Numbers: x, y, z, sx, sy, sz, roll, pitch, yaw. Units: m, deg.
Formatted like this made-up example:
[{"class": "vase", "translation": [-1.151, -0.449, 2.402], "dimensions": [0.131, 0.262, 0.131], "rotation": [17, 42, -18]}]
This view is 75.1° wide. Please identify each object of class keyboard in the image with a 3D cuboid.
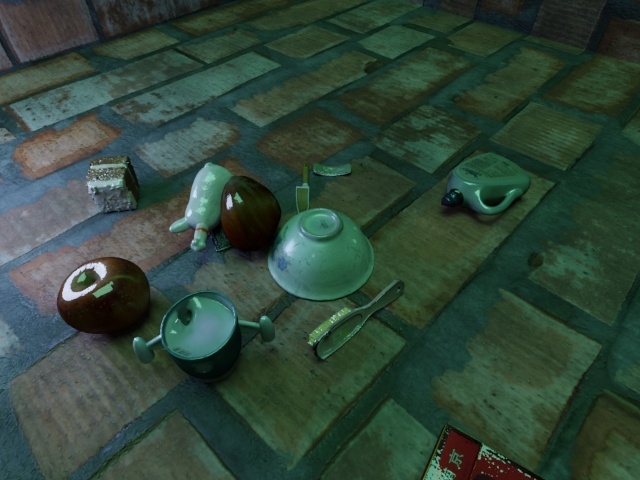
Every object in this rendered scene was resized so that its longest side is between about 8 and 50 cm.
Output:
[{"class": "keyboard", "translation": [-0.313, -0.026, 1.272], "dimensions": [0.053, 0.010, 0.155], "rotation": [-20, 50, -16]}]

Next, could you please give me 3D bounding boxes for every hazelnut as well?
[{"class": "hazelnut", "translation": [-0.206, -0.079, 1.190], "dimensions": [0.180, 0.181, 0.212], "rotation": [26, 22, -10]}]

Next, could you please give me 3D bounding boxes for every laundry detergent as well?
[{"class": "laundry detergent", "translation": [0.506, -0.165, 1.324], "dimensions": [0.280, 0.105, 0.215], "rotation": [-29, 55, -26]}]

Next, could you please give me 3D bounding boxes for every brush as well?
[{"class": "brush", "translation": [0.091, 0.177, 1.042], "dimensions": [0.312, 0.072, 0.067], "rotation": [-32, 40, -27]}]

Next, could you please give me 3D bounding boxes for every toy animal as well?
[{"class": "toy animal", "translation": [-0.340, -0.086, 1.247], "dimensions": [0.140, 0.138, 0.283], "rotation": [5, 70, 18]}]

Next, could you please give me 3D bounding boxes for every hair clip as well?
[{"class": "hair clip", "translation": [0.043, -0.252, 1.472], "dimensions": [0.137, 0.022, 0.054], "rotation": [0, 48, 0]}]

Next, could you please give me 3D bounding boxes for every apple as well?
[{"class": "apple", "translation": [-0.524, 0.140, 1.026], "dimensions": [0.200, 0.162, 0.201], "rotation": [-9, 46, 9]}]

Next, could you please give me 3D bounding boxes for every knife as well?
[{"class": "knife", "translation": [-0.060, -0.170, 1.395], "dimensions": [0.046, 0.022, 0.256], "rotation": [4, 51, -5]}]

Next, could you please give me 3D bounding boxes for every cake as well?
[{"class": "cake", "translation": [-0.669, -0.179, 1.343], "dimensions": [0.134, 0.135, 0.147], "rotation": [-5, 52, -4]}]

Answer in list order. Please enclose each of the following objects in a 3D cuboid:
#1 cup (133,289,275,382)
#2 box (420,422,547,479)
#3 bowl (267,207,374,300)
[{"class": "cup", "translation": [-0.250, 0.227, 0.922], "dimensions": [0.299, 0.173, 0.168], "rotation": [-8, 48, -6]}, {"class": "box", "translation": [0.308, 0.469, 0.755], "dimensions": [0.239, 0.074, 0.153], "rotation": [24, 56, 23]}, {"class": "bowl", "translation": [0.000, 0.000, 1.152], "dimensions": [0.312, 0.146, 0.314], "rotation": [-1, 48, 1]}]
